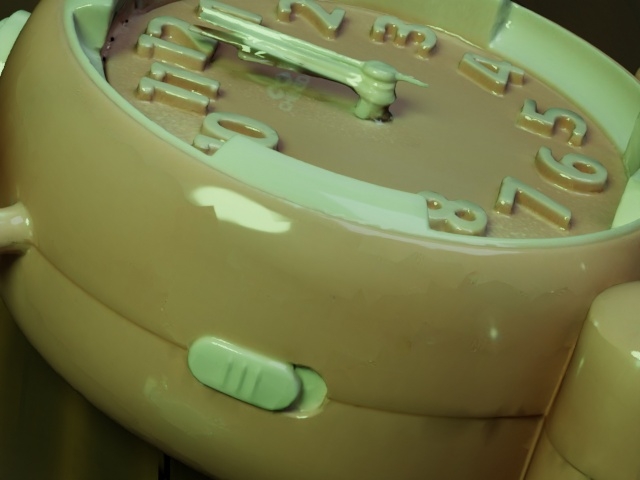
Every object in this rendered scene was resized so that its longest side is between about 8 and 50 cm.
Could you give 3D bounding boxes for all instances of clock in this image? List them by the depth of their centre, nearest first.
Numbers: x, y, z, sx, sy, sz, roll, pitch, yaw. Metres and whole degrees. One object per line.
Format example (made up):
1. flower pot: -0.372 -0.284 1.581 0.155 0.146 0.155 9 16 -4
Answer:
1. clock: 0.000 0.000 0.580 0.241 0.142 0.227 22 29 2
